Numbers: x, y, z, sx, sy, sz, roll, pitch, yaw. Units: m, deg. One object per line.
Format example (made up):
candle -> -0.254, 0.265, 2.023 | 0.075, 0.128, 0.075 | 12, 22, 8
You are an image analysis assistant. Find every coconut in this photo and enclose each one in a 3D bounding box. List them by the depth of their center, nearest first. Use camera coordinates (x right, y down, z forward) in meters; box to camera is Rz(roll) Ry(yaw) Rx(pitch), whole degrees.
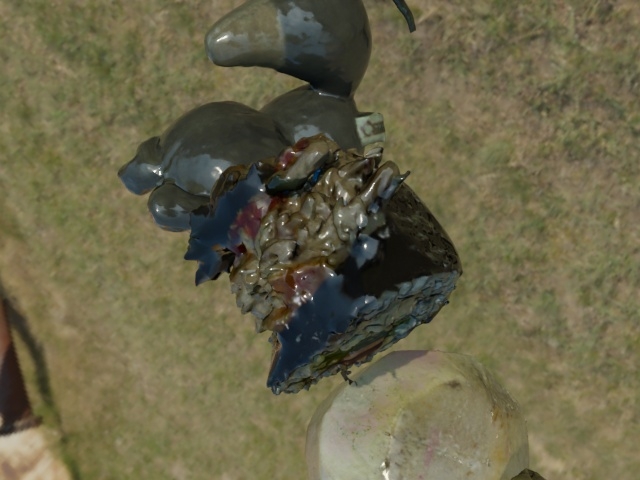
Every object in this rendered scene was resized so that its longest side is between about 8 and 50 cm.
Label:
coconut -> 0.144, 0.326, 1.325 | 0.353, 0.352, 0.352 | 28, 148, 19

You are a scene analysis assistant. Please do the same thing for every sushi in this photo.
sushi -> 0.001, 0.010, 0.856 | 0.218, 0.238, 0.225 | 48, -167, 17

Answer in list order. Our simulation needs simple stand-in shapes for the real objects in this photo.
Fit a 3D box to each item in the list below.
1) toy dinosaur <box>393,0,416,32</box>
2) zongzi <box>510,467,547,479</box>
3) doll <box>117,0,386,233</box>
toy dinosaur -> 0.117, -0.300, 1.024 | 0.187, 0.087, 0.178 | 43, 140, 53
zongzi -> 0.259, 0.311, 0.886 | 0.160, 0.078, 0.176 | 28, -173, -6
doll -> -0.110, -0.175, 1.304 | 0.252, 0.382, 0.378 | 24, 125, 52
